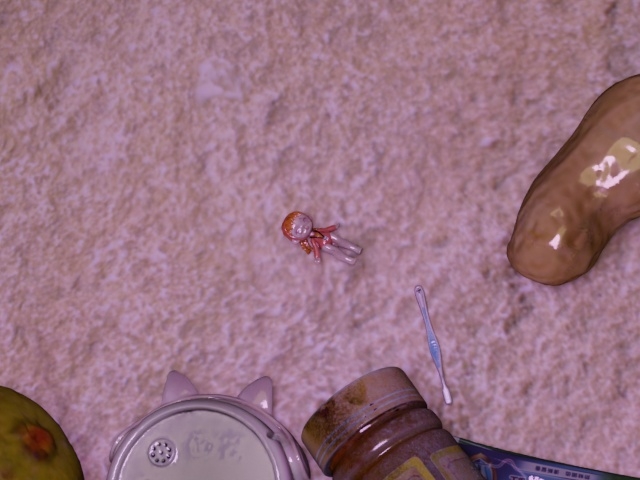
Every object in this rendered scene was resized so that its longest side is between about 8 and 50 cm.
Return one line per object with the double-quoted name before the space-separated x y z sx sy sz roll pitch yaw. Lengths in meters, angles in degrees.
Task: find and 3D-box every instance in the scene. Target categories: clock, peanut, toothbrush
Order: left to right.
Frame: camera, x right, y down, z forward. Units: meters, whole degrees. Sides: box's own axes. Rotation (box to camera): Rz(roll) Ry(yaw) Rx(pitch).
"clock" -0.146 0.318 1.622 0.265 0.108 0.324 2 73 10
"toothbrush" 0.143 0.131 1.681 0.014 0.017 0.162 -15 72 4
"peanut" 0.356 -0.075 1.648 0.148 0.147 0.319 36 79 17

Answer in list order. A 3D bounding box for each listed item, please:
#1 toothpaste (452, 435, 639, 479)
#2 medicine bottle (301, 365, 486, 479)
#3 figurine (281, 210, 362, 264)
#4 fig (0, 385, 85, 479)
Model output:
"toothpaste" 0.321 0.306 1.577 0.392 0.061 0.098 6 83 15
"medicine bottle" 0.126 0.315 1.540 0.151 0.151 0.322 -36 65 -3
"figurine" 0.000 0.000 1.729 0.109 0.047 0.064 27 72 6
"fig" -0.440 0.338 1.599 0.258 0.258 0.326 45 101 18
